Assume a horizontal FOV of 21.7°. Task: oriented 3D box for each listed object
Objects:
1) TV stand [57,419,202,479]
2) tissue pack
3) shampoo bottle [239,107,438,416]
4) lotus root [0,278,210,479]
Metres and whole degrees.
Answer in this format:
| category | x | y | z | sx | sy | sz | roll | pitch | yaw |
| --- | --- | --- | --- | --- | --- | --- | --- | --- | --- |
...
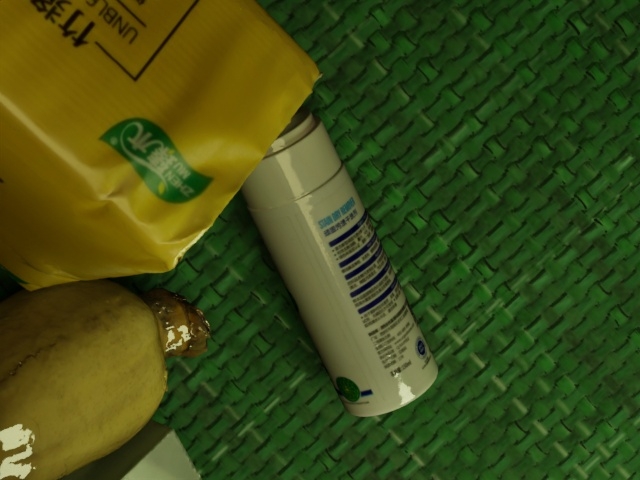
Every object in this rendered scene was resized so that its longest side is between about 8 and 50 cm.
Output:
| category | x | y | z | sx | sy | sz | roll | pitch | yaw |
| --- | --- | --- | --- | --- | --- | --- | --- | --- | --- |
| TV stand | -0.219 | 0.257 | 1.351 | 0.269 | 0.088 | 0.082 | -43 | 125 | -26 |
| tissue pack | -0.238 | -0.158 | 1.171 | 0.382 | 0.293 | 0.228 | 43 | 65 | -21 |
| shampoo bottle | 0.000 | 0.000 | 1.393 | 0.092 | 0.092 | 0.303 | -28 | 110 | -5 |
| lotus root | -0.218 | 0.115 | 1.311 | 0.303 | 0.131 | 0.146 | -30 | 122 | -47 |
